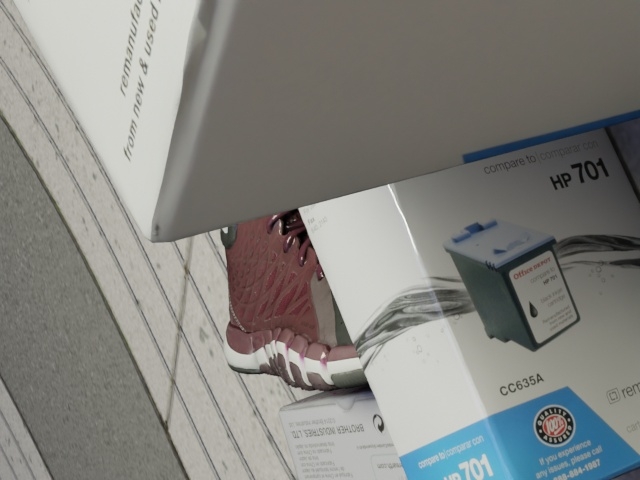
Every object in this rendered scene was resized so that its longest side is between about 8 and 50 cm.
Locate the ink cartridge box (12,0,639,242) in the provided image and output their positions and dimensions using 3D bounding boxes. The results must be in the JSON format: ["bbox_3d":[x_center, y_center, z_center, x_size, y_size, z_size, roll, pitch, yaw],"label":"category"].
[{"bbox_3d":[-0.014,-0.223,0.524,0.395,0.285,0.166,58,146,28],"label":"ink cartridge box"}]

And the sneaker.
[{"bbox_3d":[0.000,0.000,0.790,0.281,0.106,0.163,-7,95,60],"label":"sneaker"}]

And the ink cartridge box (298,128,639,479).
[{"bbox_3d":[0.088,0.026,0.613,0.082,0.139,0.191,-38,71,56],"label":"ink cartridge box"}]

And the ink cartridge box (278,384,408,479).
[{"bbox_3d":[0.079,0.238,0.809,0.185,0.065,0.311,-21,83,60],"label":"ink cartridge box"}]
